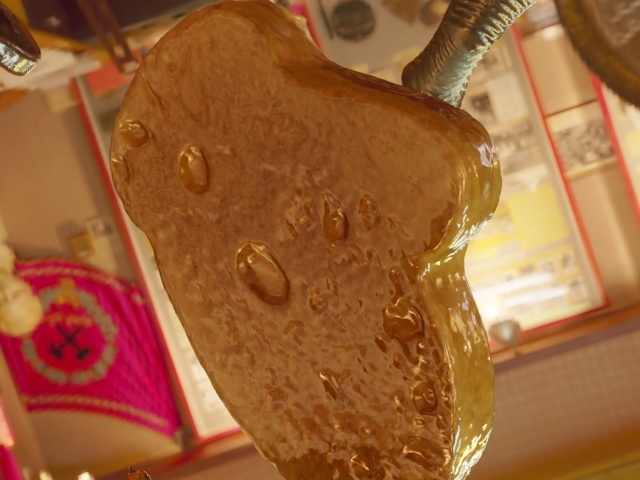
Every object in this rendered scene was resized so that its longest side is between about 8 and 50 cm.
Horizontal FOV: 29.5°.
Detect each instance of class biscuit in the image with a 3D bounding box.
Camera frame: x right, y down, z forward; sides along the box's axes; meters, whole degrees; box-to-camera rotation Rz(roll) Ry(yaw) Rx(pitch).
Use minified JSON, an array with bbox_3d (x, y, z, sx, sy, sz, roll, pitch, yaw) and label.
[{"bbox_3d":[0.001,-0.001,0.755,0.057,0.343,0.287,-20,164,-44],"label":"biscuit"}]

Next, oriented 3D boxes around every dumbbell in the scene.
[{"bbox_3d":[-0.426,-0.176,1.333,0.225,0.140,0.124,-44,156,8],"label":"dumbbell"}]

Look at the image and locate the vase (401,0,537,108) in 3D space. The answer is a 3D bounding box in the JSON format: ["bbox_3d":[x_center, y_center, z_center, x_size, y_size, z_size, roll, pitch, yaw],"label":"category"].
[{"bbox_3d":[0.160,-0.229,1.259,0.115,0.115,0.237,-20,160,-30],"label":"vase"}]

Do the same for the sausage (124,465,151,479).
[{"bbox_3d":[-0.072,0.147,0.567,0.015,0.100,0.015,-20,147,-14],"label":"sausage"}]
